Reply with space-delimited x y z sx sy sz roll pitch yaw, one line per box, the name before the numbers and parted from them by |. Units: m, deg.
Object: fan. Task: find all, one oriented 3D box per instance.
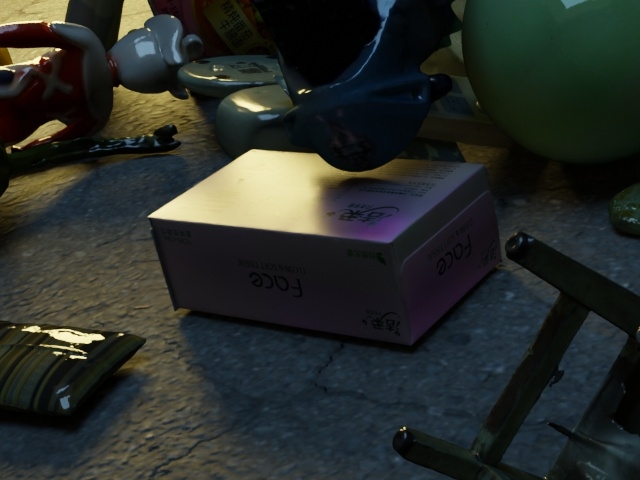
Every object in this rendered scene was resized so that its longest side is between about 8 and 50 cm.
fan | 0.059 -0.099 1.228 0.240 0.009 0.131 36 39 23

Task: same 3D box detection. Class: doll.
doll | -0.311 -0.167 1.475 0.384 0.188 0.099 -16 49 -15

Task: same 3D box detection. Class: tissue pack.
tissue pack | 0.000 0.000 1.063 0.246 0.092 0.148 7 30 37

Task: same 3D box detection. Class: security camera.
security camera | -0.053 -0.136 1.382 0.157 0.080 0.301 -7 23 -19

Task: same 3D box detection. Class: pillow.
pillow | -0.249 0.098 1.047 0.203 0.038 0.113 1 28 27

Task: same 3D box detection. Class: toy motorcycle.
toy motorcycle | 0.037 -0.191 1.129 0.172 0.232 0.416 -14 9 21

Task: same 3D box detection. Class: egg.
egg | 0.237 -0.181 1.174 0.220 0.220 0.269 -11 31 6

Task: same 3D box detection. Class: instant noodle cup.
instant noodle cup | -0.079 -0.304 1.628 0.255 0.244 0.244 -24 25 -1

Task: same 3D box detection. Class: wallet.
wallet | -0.263 -0.337 1.610 0.083 0.360 0.252 13 21 -9

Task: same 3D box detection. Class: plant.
plant | -0.347 -0.053 1.394 0.251 0.180 0.333 0 -5 38

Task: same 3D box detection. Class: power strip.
power strip | 0.103 -0.128 1.255 0.192 0.035 0.081 5 36 -21

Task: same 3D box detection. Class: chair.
chair | 0.196 0.119 0.702 0.270 0.147 0.136 24 9 -32

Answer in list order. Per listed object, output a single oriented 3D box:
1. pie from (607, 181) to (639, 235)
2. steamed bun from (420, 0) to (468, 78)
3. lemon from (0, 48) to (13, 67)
pie | 0.273 -0.027 1.072 0.085 0.017 0.085 -9 27 5
steamed bun | 0.101 -0.250 1.479 0.110 0.231 0.212 -34 37 29
lemon | -0.470 -0.192 1.598 0.188 0.188 0.256 -2 23 23
